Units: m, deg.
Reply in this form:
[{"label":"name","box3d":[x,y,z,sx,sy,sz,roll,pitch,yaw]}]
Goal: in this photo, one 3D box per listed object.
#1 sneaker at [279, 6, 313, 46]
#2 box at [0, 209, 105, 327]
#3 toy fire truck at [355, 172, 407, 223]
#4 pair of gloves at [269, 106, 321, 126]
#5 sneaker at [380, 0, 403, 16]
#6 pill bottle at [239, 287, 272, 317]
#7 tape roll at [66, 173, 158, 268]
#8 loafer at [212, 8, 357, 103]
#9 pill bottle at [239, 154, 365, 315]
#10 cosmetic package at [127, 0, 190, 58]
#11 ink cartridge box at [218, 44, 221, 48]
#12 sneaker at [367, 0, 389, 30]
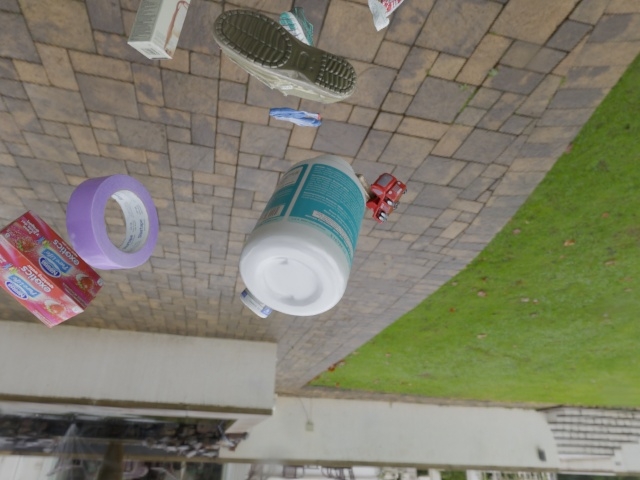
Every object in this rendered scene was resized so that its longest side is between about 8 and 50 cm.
[{"label":"sneaker","box3d":[-0.042,-0.560,1.210,0.065,0.076,0.166,17,150,41]},{"label":"box","box3d":[-0.686,0.073,1.082,0.128,0.123,0.257,-25,117,18]},{"label":"toy fire truck","box3d":[0.107,-0.105,0.969,0.135,0.047,0.192,40,164,10]},{"label":"pair of gloves","box3d":[-0.076,-0.386,1.389,0.159,0.023,0.198,7,-176,-1]},{"label":"sneaker","box3d":[0.299,-1.010,1.855,0.118,0.042,0.067,-40,120,22]},{"label":"pill bottle","box3d":[-0.104,0.093,0.960,0.078,0.137,0.078,41,177,3]},{"label":"tape roll","box3d":[-0.601,-0.053,1.297,0.090,0.275,0.275,-4,152,16]},{"label":"loafer","box3d":[-0.068,-0.315,0.798,0.268,0.102,0.092,25,164,-9]},{"label":"pill bottle","box3d":[-0.012,-0.027,0.662,0.146,0.264,0.146,8,130,10]},{"label":"cosmetic package","box3d":[-0.678,-0.936,1.862,0.153,0.296,0.129,14,175,29]},{"label":"ink cartridge box","box3d":[-0.337,-0.703,1.612,0.063,0.029,0.115,30,-169,22]},{"label":"sneaker","box3d":[0.221,-0.878,1.678,0.061,0.152,0.053,-18,176,20]}]
